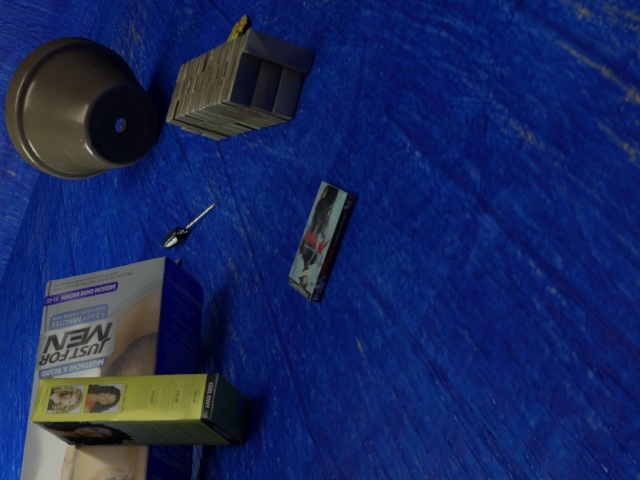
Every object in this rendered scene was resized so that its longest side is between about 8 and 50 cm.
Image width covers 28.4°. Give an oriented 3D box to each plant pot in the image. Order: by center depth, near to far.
[{"bbox_3d":[-0.406,-0.226,2.285,0.229,0.263,0.263,20,93,51],"label":"plant pot"}]

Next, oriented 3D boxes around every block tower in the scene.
[{"bbox_3d":[-0.118,-0.200,1.693,0.335,0.091,0.097,175,110,-69],"label":"block tower"}]

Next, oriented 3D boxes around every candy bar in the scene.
[{"bbox_3d":[-0.146,-0.269,1.918,0.040,0.018,0.161,-100,33,-57],"label":"candy bar"}]

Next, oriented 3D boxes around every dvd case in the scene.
[{"bbox_3d":[0.000,0.000,1.343,0.119,0.013,0.087,-71,21,6],"label":"dvd case"}]

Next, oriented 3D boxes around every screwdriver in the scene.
[{"bbox_3d":[-0.188,-0.020,1.840,0.170,0.024,0.025,-27,79,54],"label":"screwdriver"}]

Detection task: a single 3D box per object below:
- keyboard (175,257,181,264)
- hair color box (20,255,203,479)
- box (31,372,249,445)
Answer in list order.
[{"bbox_3d":[-0.254,0.116,1.781,0.072,0.014,0.256,-40,17,32],"label":"keyboard"},{"bbox_3d":[-0.257,0.201,1.566,0.185,0.110,0.338,-12,59,21],"label":"hair color box"},{"bbox_3d":[-0.204,0.192,1.427,0.232,0.087,0.058,-5,61,23],"label":"box"}]
